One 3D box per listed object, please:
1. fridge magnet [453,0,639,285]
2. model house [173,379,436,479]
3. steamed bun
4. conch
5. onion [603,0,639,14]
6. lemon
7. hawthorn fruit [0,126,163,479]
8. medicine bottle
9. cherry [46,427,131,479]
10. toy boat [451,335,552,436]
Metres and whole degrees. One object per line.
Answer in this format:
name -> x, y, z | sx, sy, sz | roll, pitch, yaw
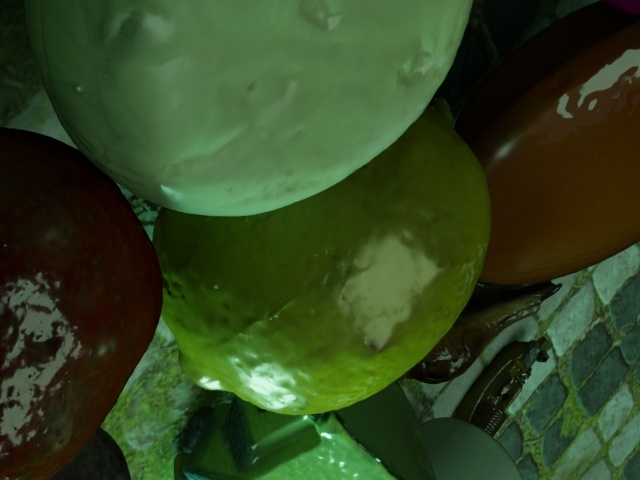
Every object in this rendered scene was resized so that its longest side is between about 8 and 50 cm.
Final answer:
fridge magnet -> 0.263, -0.095, 1.637 | 0.363, 0.155, 0.364 | -24, 152, -14
model house -> -0.027, 0.192, 1.600 | 0.189, 0.195, 0.214 | -36, 132, 13
steamed bun -> -0.063, -0.185, 1.172 | 0.333, 0.233, 0.312 | -9, 126, -37
conch -> 0.134, 0.095, 1.750 | 0.232, 0.086, 0.080 | -24, 134, -35
onion -> 0.294, -0.402, 1.406 | 0.398, 0.420, 0.398 | -50, -170, 12
lemon -> -0.002, 0.002, 1.378 | 0.284, 0.260, 0.260 | -24, 140, -1
hawthorn fruit -> -0.214, 0.050, 1.167 | 0.300, 0.254, 0.254 | 2, 116, -61
medicine bottle -> 0.068, 0.312, 1.756 | 0.293, 0.170, 0.170 | -30, 138, -41
cherry -> -0.240, 0.193, 1.304 | 0.195, 0.195, 0.195 | -30, 137, -32
toy boat -> 0.203, 0.165, 1.920 | 0.149, 0.049, 0.047 | -51, 144, -8
